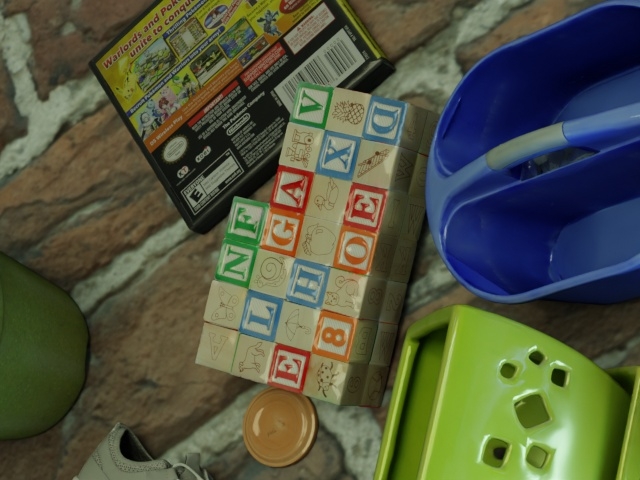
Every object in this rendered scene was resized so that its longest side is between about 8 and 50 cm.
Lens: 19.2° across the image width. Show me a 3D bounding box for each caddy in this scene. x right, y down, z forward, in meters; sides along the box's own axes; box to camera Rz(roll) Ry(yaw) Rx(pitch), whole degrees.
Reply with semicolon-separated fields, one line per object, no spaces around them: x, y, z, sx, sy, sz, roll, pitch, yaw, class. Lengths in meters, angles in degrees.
0.237;-0.070;1.670;0.341;0.179;0.241;-21;66;46;caddy

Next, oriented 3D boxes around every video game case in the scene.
-0.089;-0.185;2.004;0.275;0.035;0.248;-40;63;15;video game case

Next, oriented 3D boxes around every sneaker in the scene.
-0.137;0.269;1.875;0.281;0.105;0.115;23;89;31;sneaker

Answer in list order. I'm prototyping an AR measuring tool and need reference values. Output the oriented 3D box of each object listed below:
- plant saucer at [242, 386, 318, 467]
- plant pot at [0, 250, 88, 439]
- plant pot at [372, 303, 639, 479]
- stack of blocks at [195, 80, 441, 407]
-0.042;0.186;1.899;0.083;0.013;0.083;-7;74;27;plant saucer
-0.380;0.104;1.960;0.276;0.254;0.276;-8;73;27;plant pot
0.169;0.193;1.650;0.207;0.228;0.227;13;81;-7;plant pot
0.000;0.000;1.860;0.171;0.087;0.297;14;91;30;stack of blocks
